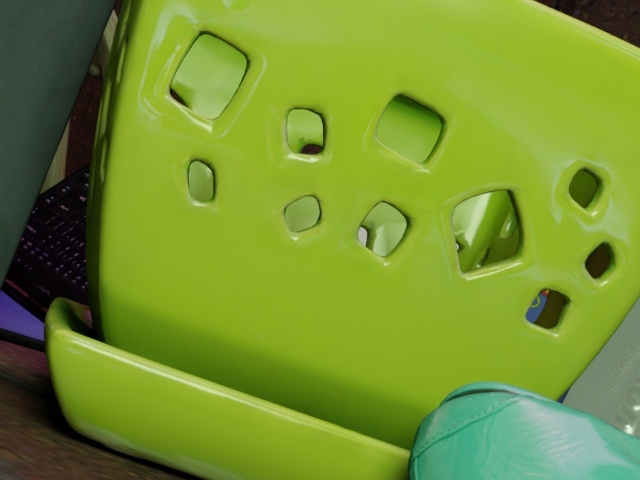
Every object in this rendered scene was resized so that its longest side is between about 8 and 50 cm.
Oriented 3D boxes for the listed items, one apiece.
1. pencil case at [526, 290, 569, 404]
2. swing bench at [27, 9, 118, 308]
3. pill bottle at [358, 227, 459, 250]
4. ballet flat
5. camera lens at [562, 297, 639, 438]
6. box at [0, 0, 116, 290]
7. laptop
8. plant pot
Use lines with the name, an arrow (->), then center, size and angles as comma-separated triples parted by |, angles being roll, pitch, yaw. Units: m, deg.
pencil case -> 0.154, 0.034, 1.041 | 0.119, 0.306, 0.133 | 32, -12, -17
swing bench -> -0.286, -0.112, 1.069 | 0.165, 0.254, 0.253 | 22, -2, -40
pill bottle -> 0.063, 0.044, 1.188 | 0.131, 0.131, 0.229 | 20, -30, 8
ballet flat -> 0.145, 0.121, 0.463 | 0.247, 0.087, 0.083 | 16, -46, -4
camera lens -> 0.260, 0.117, 1.224 | 0.219, 0.219, 0.274 | 20, -2, 3
box -> -0.253, -0.164, 0.649 | 0.312, 0.343, 0.179 | 19, -3, 38
laptop -> -0.173, -0.028, 0.857 | 0.234, 0.264, 0.136 | 27, -33, 50
plant pot -> 0.000, 0.000, 0.592 | 0.227, 0.207, 0.228 | 20, -2, -10
